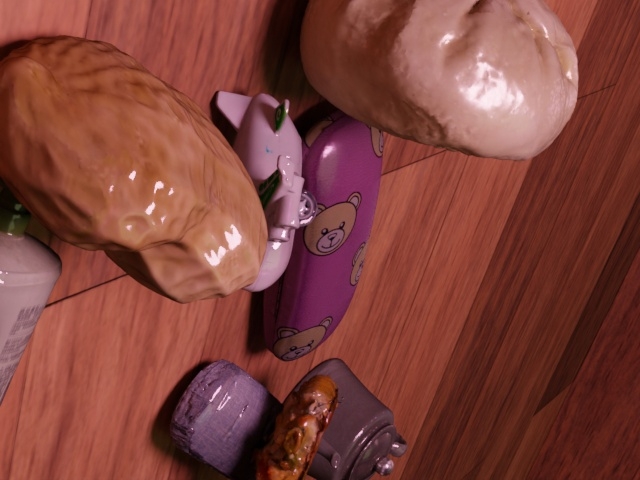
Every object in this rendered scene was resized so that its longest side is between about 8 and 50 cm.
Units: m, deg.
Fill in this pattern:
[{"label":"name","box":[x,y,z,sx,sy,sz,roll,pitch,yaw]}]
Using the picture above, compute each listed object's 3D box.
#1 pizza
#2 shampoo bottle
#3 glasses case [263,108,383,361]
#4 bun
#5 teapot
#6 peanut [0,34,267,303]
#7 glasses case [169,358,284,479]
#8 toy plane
[{"label":"pizza","box":[-0.040,0.243,1.225,0.147,0.069,0.226,-57,171,-68]},{"label":"shampoo bottle","box":[-0.250,0.058,0.754,0.118,0.087,0.234,3,116,-62]},{"label":"glasses case","box":[0.000,0.000,1.153,0.123,0.076,0.316,-35,147,-42]},{"label":"bun","box":[0.112,-0.171,0.955,0.259,0.259,0.160,-17,131,-55]},{"label":"teapot","box":[0.041,0.261,1.447,0.162,0.149,0.239,-62,154,7]},{"label":"peanut","box":[-0.129,-0.052,0.741,0.110,0.196,0.233,-35,152,9]},{"label":"glasses case","box":[-0.094,0.214,1.242,0.109,0.067,0.282,-57,157,-12]},{"label":"toy plane","box":[-0.057,-0.042,0.935,0.080,0.174,0.174,7,119,-23]}]
